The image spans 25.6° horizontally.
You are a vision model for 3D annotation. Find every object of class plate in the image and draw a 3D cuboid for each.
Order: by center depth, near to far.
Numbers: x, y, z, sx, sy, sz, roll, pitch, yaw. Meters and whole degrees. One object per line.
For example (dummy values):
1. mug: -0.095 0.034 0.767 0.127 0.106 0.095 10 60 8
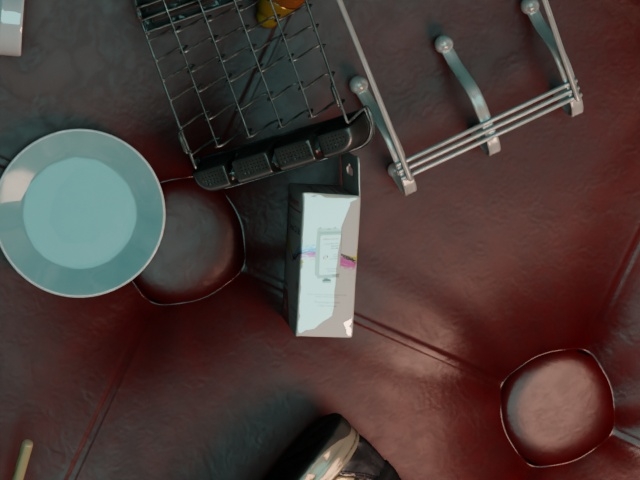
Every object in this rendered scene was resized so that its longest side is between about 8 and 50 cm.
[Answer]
1. plate: -0.266 -0.031 1.559 0.188 0.024 0.188 -1 99 -9

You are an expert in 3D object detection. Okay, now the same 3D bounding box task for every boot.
1. boot: 0.006 0.422 1.622 0.284 0.138 0.377 37 85 -13

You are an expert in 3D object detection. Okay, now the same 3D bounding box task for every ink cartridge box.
1. ink cartridge box: 0.000 0.000 1.564 0.067 0.115 0.198 2 97 -10

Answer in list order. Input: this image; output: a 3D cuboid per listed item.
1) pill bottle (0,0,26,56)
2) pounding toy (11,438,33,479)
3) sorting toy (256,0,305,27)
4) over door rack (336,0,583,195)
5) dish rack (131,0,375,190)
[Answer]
1. pill bottle: -0.399 -0.239 1.462 0.180 0.108 0.108 5 97 -11
2. pounding toy: -0.404 0.248 1.545 0.181 0.094 0.206 -37 134 -3
3. sorting toy: -0.146 -0.333 1.508 0.365 0.127 0.126 22 117 -14
4. over door rack: 0.140 -0.236 1.538 0.239 0.108 0.324 -26 125 -5
5. dish rack: -0.080 -0.194 1.499 0.208 0.074 0.271 -16 104 16
